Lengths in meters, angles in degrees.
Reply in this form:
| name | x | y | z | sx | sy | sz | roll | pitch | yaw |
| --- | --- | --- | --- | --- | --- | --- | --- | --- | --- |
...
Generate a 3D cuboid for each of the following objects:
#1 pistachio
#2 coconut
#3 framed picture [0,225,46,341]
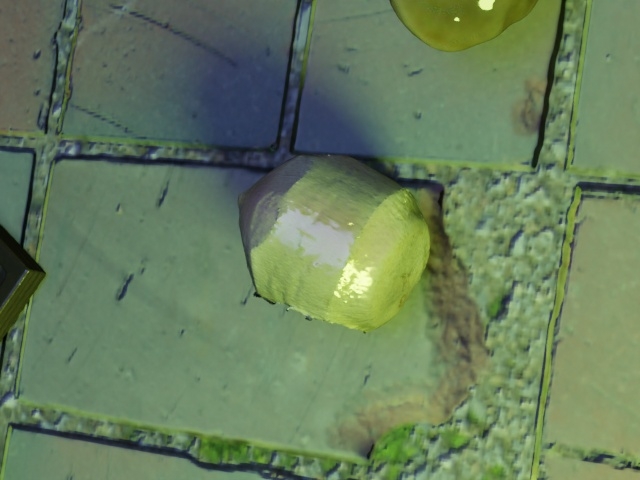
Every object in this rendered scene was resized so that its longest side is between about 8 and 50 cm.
| name | x | y | z | sx | sy | sz | roll | pitch | yaw |
| --- | --- | --- | --- | --- | --- | --- | --- | --- | --- |
| pistachio | 0.091 | -0.204 | 1.128 | 0.108 | 0.126 | 0.185 | -7 | 70 | 61 |
| coconut | 0.000 | 0.000 | 1.153 | 0.124 | 0.110 | 0.110 | 26 | 95 | 24 |
| framed picture | -0.290 | 0.052 | 1.358 | 0.128 | 0.023 | 0.168 | 42 | 103 | 29 |
